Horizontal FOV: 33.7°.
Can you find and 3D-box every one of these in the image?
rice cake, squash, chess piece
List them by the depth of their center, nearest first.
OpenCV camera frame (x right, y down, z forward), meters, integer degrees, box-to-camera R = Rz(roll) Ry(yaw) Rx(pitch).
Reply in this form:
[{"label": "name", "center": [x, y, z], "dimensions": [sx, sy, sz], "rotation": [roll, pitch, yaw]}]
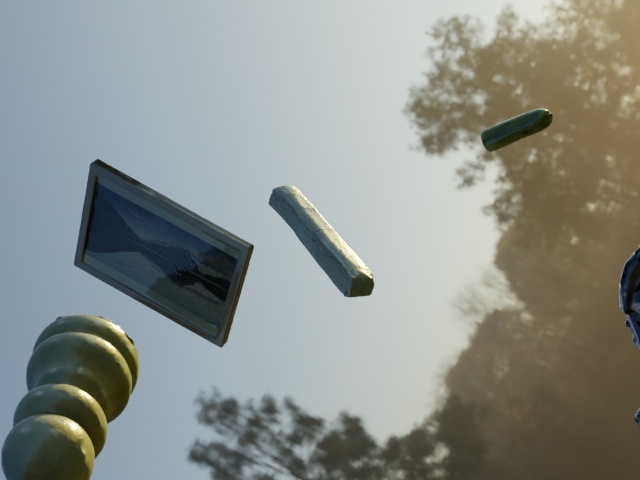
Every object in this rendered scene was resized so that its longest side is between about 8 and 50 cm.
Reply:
[{"label": "squash", "center": [0.221, -0.125, 1.183], "dimensions": [0.027, 0.083, 0.027], "rotation": [27, -128, -42]}, {"label": "chess piece", "center": [-0.287, 0.198, 1.183], "dimensions": [0.243, 0.133, 0.133], "rotation": [-86, 10, -64]}, {"label": "rice cake", "center": [0.000, 0.000, 1.484], "dimensions": [0.045, 0.245, 0.042], "rotation": [-5, -54, -31]}]

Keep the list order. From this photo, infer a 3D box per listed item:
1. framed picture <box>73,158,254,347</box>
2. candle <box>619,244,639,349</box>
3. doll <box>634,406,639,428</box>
[{"label": "framed picture", "center": [-0.175, 0.016, 1.153], "dimensions": [0.015, 0.203, 0.150], "rotation": [-47, -19, -50]}, {"label": "candle", "center": [0.445, 0.013, 1.109], "dimensions": [0.330, 0.187, 0.187], "rotation": [-36, -34, -47]}, {"label": "doll", "center": [0.493, 0.219, 1.167], "dimensions": [0.202, 0.286, 0.091], "rotation": [-43, -52, -12]}]
